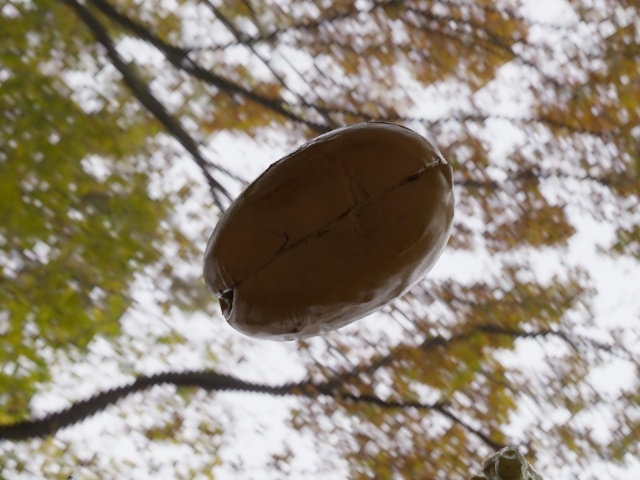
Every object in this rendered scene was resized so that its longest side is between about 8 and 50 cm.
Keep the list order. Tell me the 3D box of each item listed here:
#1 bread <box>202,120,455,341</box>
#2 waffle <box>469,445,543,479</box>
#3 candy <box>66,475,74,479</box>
[{"bbox_3d":[0.000,0.000,1.126,0.189,0.077,0.114,-33,-85,22],"label":"bread"},{"bbox_3d":[0.214,0.279,1.247,0.068,0.325,0.302,-41,-168,-6],"label":"waffle"},{"bbox_3d":[-0.159,0.235,1.207,0.043,0.045,0.175,-5,-137,-16],"label":"candy"}]
